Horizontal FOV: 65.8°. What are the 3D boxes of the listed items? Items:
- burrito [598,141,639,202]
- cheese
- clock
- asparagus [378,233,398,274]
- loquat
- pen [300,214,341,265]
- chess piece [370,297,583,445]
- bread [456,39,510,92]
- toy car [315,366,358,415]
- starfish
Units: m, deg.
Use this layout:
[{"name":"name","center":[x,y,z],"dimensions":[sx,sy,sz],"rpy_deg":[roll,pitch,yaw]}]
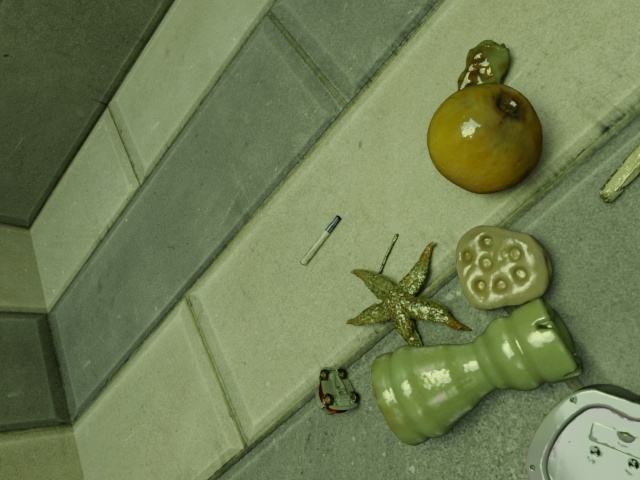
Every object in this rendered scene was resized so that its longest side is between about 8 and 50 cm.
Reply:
[{"name":"burrito","center":[0.692,-0.163,1.101],"dimensions":[0.185,0.041,0.045],"rpy_deg":[-56,36,17]},{"name":"cheese","center":[0.437,0.070,1.203],"dimensions":[0.235,0.117,0.218],"rpy_deg":[47,112,37]},{"name":"clock","center":[0.601,0.466,1.000],"dimensions":[0.339,0.102,0.338],"rpy_deg":[-9,76,37]},{"name":"asparagus","center":[0.194,0.054,1.464],"dimensions":[0.166,0.013,0.016],"rpy_deg":[-67,19,6]},{"name":"loquat","center":[0.397,-0.247,1.216],"dimensions":[0.275,0.275,0.274],"rpy_deg":[-9,75,37]},{"name":"pen","center":[0.000,0.000,1.622],"dimensions":[0.204,0.025,0.025],"rpy_deg":[-52,54,17]},{"name":"chess piece","center":[0.356,0.301,1.159],"dimensions":[0.442,0.234,0.234],"rpy_deg":[-32,63,26]},{"name":"bread","center":[0.423,-0.429,1.345],"dimensions":[0.128,0.088,0.232],"rpy_deg":[33,106,46]},{"name":"toy car","center":[0.032,0.452,1.460],"dimensions":[0.112,0.112,0.139],"rpy_deg":[-54,42,36]},{"name":"starfish","center":[0.214,0.191,1.378],"dimensions":[0.358,0.078,0.347],"rpy_deg":[-33,68,24]}]
